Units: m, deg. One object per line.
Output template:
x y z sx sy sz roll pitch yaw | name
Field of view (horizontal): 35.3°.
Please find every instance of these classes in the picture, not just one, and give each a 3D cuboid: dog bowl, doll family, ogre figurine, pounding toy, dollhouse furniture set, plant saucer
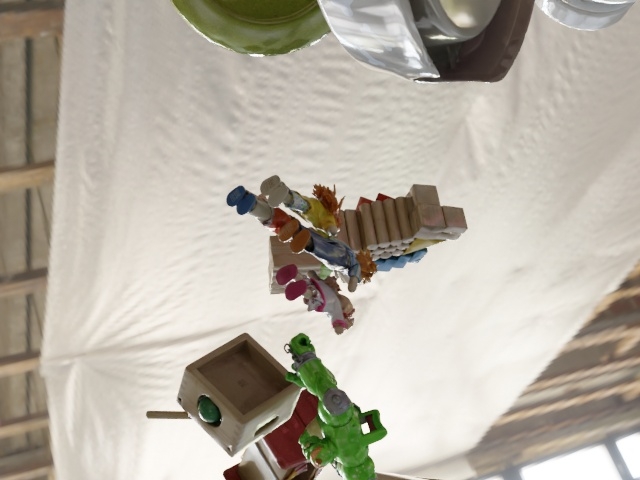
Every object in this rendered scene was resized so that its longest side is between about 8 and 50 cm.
0.098 -0.304 0.896 0.102 0.349 0.349 7 -12 30 | dog bowl
0.000 0.000 1.368 0.118 0.263 0.163 -43 -38 15 | doll family
0.017 0.210 1.168 0.096 0.118 0.197 -7 -69 -20 | ogre figurine
-0.125 0.206 1.295 0.141 0.130 0.100 -28 -31 -42 | pounding toy
0.013 0.439 1.572 0.152 0.374 0.201 -16 -32 -35 | dollhouse furniture set
-0.062 -0.325 1.102 0.241 0.241 0.037 -19 9 -6 | plant saucer

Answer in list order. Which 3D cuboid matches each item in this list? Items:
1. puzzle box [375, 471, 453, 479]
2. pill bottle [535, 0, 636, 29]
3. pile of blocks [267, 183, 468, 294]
0.269 0.411 1.549 0.272 0.052 0.409 3 -12 31 | puzzle box
0.433 -0.483 1.405 0.229 0.229 0.408 -15 -21 -14 | pill bottle
0.070 -0.009 1.728 0.362 0.113 0.149 -15 -31 11 | pile of blocks
